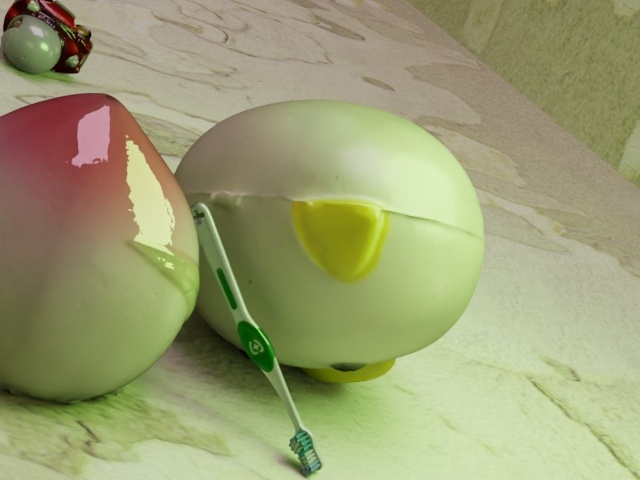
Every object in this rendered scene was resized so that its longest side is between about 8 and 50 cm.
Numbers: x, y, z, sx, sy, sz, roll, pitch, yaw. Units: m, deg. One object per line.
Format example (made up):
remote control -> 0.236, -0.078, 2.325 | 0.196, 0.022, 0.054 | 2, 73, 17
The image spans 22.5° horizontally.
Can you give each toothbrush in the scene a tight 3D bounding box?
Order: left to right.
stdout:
toothbrush -> -0.067, 0.100, 1.660 | 0.030, 0.030, 0.304 | -21, 87, -64

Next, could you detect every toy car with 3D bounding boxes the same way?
toy car -> -0.420, -0.296, 2.417 | 0.139, 0.112, 0.112 | 32, 34, -7

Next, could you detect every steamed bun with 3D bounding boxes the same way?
steamed bun -> -0.253, -0.014, 1.599 | 0.309, 0.309, 0.309 | 22, 20, -8
steamed bun -> 0.001, -0.007, 1.816 | 0.374, 0.334, 0.334 | 2, 1, 40
